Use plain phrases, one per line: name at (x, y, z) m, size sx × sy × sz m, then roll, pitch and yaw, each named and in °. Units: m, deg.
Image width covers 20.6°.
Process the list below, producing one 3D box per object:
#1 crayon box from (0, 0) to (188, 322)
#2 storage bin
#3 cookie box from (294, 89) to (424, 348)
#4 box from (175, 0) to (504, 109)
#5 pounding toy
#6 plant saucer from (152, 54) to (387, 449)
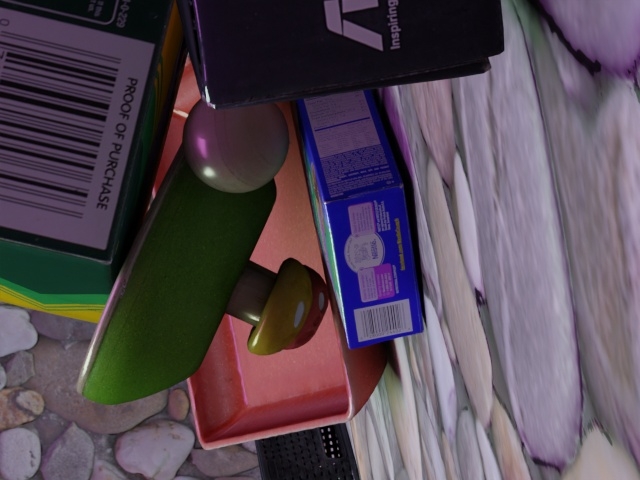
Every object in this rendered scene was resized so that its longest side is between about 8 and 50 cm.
crayon box at (-0.120, -0.149, 1.010) m, size 0.313 × 0.106 × 0.363 m, roll 119°, pitch 164°, yaw -80°
storage bin at (-0.006, 0.251, 1.620) m, size 0.122 × 0.084 × 0.180 m, roll -106°, pitch 6°, yaw -55°
cookie box at (0.017, -0.017, 0.864) m, size 0.107 × 0.040 × 0.092 m, roll -104°, pitch 4°, yaw -54°
box at (-0.035, -0.261, 0.569) m, size 0.395 × 0.097 × 0.318 m, roll -107°, pitch 11°, yaw -61°
pounding toy at (-0.038, 0.003, 0.959) m, size 0.183 × 0.110 × 0.237 m, roll -68°, pitch 4°, yaw -57°
plant saucer at (-0.038, -0.002, 1.149) m, size 0.259 × 0.047 × 0.258 m, roll -23°, pitch 76°, yaw 63°
